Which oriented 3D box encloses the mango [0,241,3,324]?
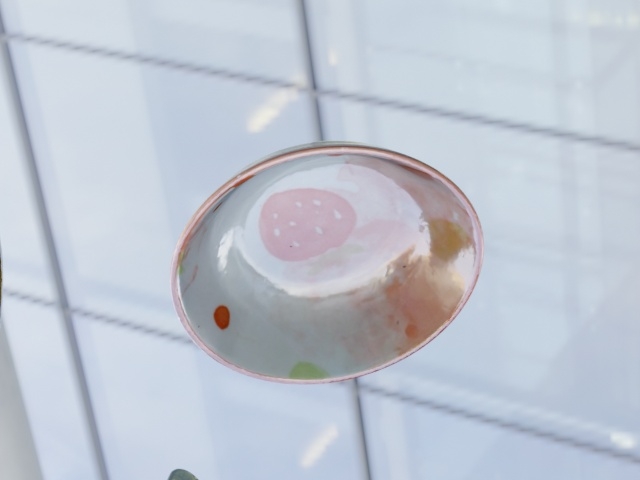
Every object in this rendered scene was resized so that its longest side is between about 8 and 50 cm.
[{"bbox_3d":[-0.250,-0.015,1.127,0.113,0.253,0.138,-17,165,35],"label":"mango"}]

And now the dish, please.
[{"bbox_3d":[0.000,0.000,1.635,0.260,0.260,0.085,-11,-138,-4],"label":"dish"}]

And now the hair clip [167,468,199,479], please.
[{"bbox_3d":[-0.124,0.254,1.779,0.083,0.048,0.275,-45,-174,-10],"label":"hair clip"}]
